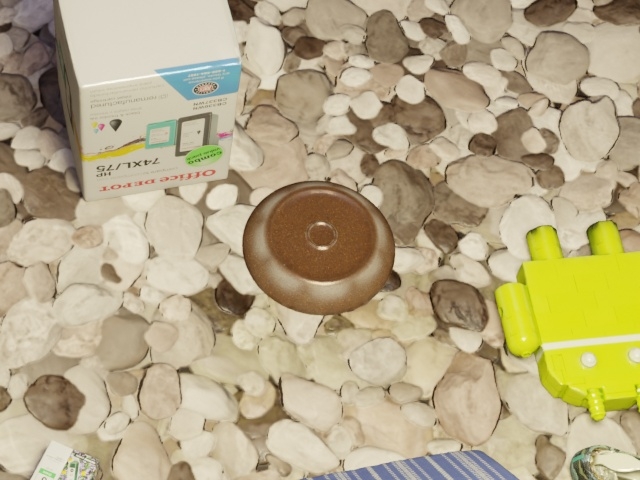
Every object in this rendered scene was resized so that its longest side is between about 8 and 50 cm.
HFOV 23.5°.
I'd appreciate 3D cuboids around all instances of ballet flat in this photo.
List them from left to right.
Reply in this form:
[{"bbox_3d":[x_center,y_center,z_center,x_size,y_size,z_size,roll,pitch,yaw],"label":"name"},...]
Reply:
[{"bbox_3d":[0.393,0.287,1.831,0.188,0.070,0.070,11,60,0],"label":"ballet flat"}]

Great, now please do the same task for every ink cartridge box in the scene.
[{"bbox_3d":[-0.306,0.294,1.766,0.063,0.029,0.115,22,60,6],"label":"ink cartridge box"},{"bbox_3d":[-0.221,-0.209,1.922,0.198,0.270,0.197,-10,64,-12],"label":"ink cartridge box"}]

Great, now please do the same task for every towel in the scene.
[{"bbox_3d":[0.057,0.303,1.711,0.336,0.243,0.040,-9,100,-12],"label":"towel"}]

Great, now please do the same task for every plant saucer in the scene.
[{"bbox_3d":[0.000,0.000,1.965,0.198,0.036,0.199,3,61,-5],"label":"plant saucer"}]

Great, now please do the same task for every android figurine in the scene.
[{"bbox_3d":[0.347,0.101,1.938,0.248,0.056,0.273,-3,59,-9],"label":"android figurine"}]
